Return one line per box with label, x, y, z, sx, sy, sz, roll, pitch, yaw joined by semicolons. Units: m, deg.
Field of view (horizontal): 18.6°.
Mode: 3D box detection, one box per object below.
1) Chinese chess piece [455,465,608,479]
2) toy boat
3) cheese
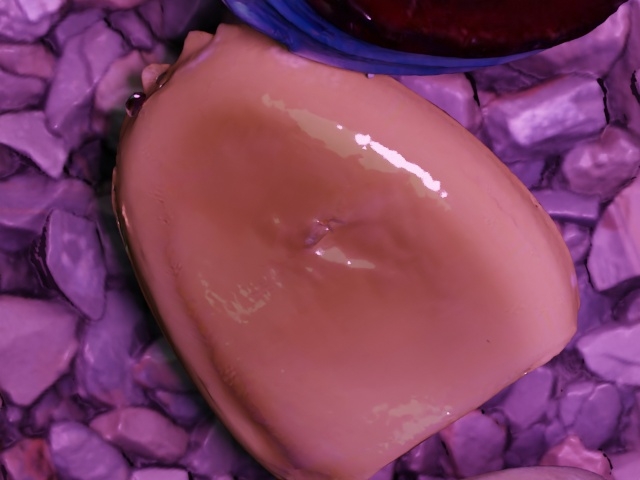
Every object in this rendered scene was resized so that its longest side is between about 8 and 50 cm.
Chinese chess piece;0.102;0.232;1.273;0.238;0.238;0.092;-20;62;3
toy boat;0.064;-0.166;1.211;0.309;0.142;0.129;-5;98;-28
cheese;0.000;0.000;1.265;0.259;0.128;0.316;-35;99;8
